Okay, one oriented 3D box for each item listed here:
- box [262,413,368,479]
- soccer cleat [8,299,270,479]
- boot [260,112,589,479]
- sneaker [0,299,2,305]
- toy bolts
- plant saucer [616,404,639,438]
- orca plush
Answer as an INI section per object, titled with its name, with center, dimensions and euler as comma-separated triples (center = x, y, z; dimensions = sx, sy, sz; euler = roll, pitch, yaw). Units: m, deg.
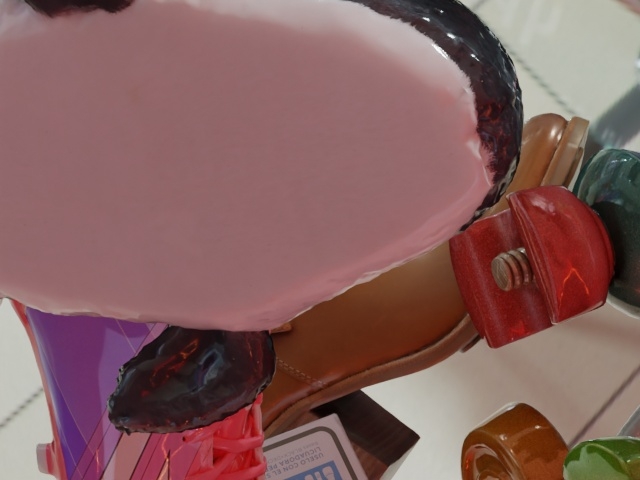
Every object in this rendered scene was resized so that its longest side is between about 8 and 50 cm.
[box]
center = -0.008, 0.240, 0.696
dimensions = 0.169, 0.087, 0.290
euler = -18, 62, -15
[soccer cleat]
center = -0.051, 0.052, 0.566
dimensions = 0.095, 0.248, 0.083
euler = -1, 33, 23
[boot]
center = 0.000, 0.000, 0.904
dimensions = 0.220, 0.283, 0.109
euler = 37, 20, 11
[sneaker]
center = -0.232, 0.044, 1.094
dimensions = 0.070, 0.051, 0.134
euler = -12, 77, -22
[toy bolts]
center = 0.169, 0.066, 0.805
dimensions = 0.158, 0.218, 0.228
euler = -16, 88, -20
[plant saucer]
center = 0.415, 0.222, 1.423
dimensions = 0.400, 0.400, 0.100
euler = -21, 43, -18
[orca plush]
center = -0.066, -0.023, 0.466
dimensions = 0.151, 0.287, 0.102
euler = 59, 34, -10
